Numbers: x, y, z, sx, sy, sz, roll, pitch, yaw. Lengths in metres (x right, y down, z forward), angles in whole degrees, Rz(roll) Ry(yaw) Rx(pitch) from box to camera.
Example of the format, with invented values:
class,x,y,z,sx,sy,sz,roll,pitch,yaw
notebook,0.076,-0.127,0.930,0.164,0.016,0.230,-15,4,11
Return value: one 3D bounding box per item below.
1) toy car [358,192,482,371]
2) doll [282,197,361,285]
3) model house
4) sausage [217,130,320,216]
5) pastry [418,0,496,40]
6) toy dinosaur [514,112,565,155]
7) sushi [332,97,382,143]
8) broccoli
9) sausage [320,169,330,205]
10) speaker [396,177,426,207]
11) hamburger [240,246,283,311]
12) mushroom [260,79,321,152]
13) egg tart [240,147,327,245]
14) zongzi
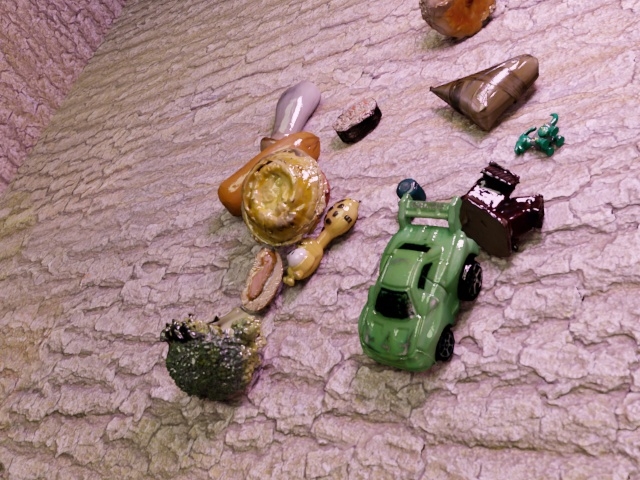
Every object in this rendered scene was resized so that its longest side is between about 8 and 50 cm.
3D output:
class,x,y,z,sx,sy,sz,roll,pitch,yaw
toy car,0.204,0.091,1.258,0.213,0.176,0.358,9,61,40
doll,0.000,-0.001,1.539,0.291,0.086,0.117,-48,13,-9
model house,0.404,-0.073,1.321,0.164,0.141,0.203,-32,61,-22
sausage,-0.147,-0.208,1.774,0.354,0.134,0.116,-36,19,6
pastry,0.422,-0.741,1.762,0.257,0.236,0.121,-42,34,-2
toy dinosaur,0.532,-0.255,1.416,0.132,0.059,0.096,-51,38,-1
sushi,0.113,-0.362,1.765,0.150,0.078,0.090,-34,43,4
broccoli,-0.249,0.241,1.423,0.263,0.247,0.243,-60,-6,32
sausage,-0.080,-0.126,1.657,0.254,0.148,0.148,-13,49,32
speaker,0.222,-0.103,1.481,0.060,0.075,0.094,22,78,43
hamburger,-0.144,0.105,1.552,0.087,0.102,0.176,16,82,5
mushroom,-0.103,-0.391,1.927,0.159,0.122,0.328,-41,24,58
egg tart,-0.113,-0.119,1.537,0.279,0.095,0.279,-7,76,32
zongzi,0.441,-0.429,1.577,0.221,0.112,0.242,-40,42,1
